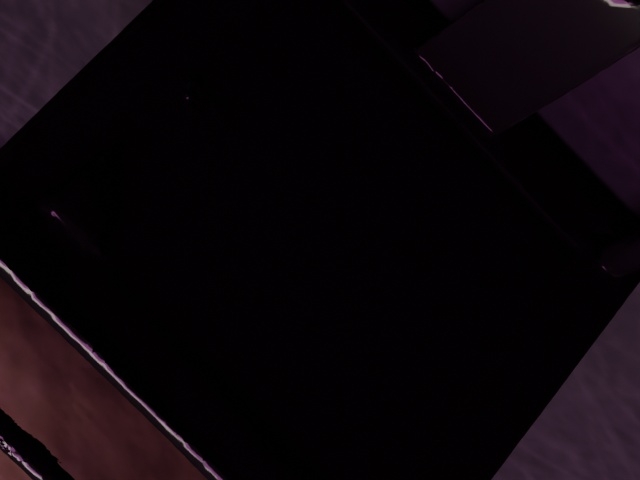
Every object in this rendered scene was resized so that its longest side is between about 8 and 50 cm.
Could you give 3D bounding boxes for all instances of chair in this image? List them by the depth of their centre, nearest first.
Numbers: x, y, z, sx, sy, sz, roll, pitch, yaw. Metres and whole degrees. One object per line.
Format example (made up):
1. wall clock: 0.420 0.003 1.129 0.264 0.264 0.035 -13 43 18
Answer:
1. chair: 0.000 0.000 0.473 0.154 0.141 0.260 45 152 -8

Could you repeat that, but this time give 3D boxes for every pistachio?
1. pistachio: -0.103 0.068 0.702 0.126 0.108 0.185 -23 107 31
